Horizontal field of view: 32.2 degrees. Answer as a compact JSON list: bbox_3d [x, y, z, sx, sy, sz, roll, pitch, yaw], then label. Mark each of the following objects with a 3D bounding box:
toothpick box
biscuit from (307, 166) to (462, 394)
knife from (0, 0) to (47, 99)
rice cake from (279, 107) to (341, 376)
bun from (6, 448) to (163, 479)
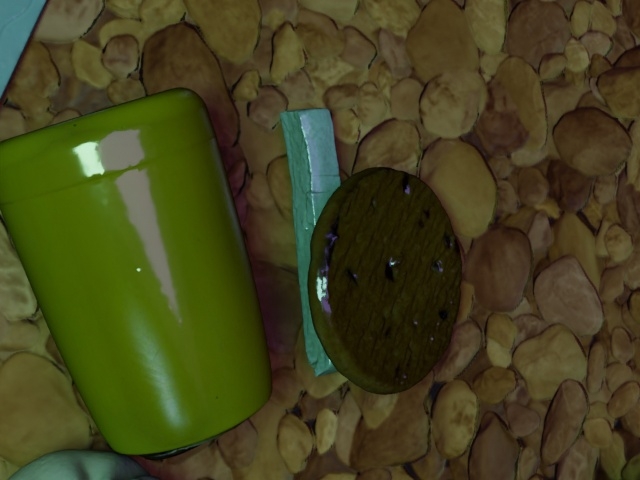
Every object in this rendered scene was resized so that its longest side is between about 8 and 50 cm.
[{"bbox_3d":[-0.137,0.030,0.872,0.175,0.175,0.271,-22,101,-27],"label":"toothpick box"},{"bbox_3d":[0.061,0.037,1.021,0.212,0.036,0.212,4,84,-46],"label":"biscuit"},{"bbox_3d":[-0.294,-0.083,0.873,0.080,0.044,0.331,20,73,-19],"label":"knife"},{"bbox_3d":[0.000,0.000,1.017,0.045,0.042,0.245,-6,89,-40],"label":"rice cake"},{"bbox_3d":[-0.168,0.231,0.843,0.173,0.120,0.173,27,37,-23],"label":"bun"}]
